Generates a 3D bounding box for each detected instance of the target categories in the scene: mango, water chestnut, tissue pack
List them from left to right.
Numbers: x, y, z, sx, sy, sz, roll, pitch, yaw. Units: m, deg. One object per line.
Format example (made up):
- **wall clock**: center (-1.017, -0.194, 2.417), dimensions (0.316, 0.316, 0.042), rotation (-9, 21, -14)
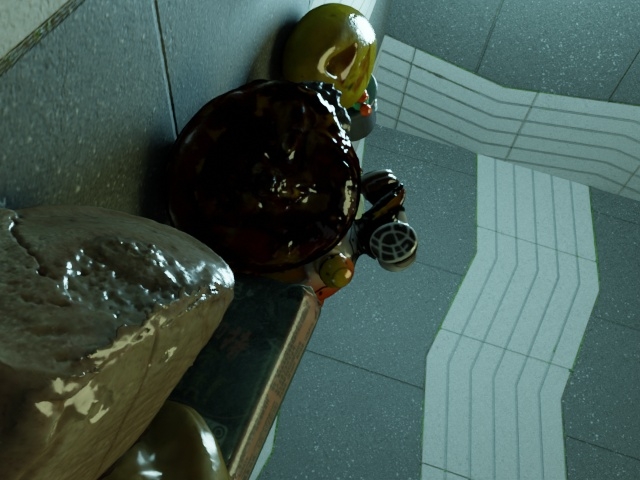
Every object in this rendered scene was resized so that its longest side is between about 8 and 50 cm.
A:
- **tissue pack**: center (-0.161, 0.192, 0.988), dimensions (0.316, 0.228, 0.103), rotation (-66, 152, -23)
- **water chestnut**: center (-0.075, -0.081, 0.962), dimensions (0.300, 0.300, 0.300), rotation (17, 90, -84)
- **mango**: center (0.008, -0.405, 1.517), dimensions (0.365, 0.182, 0.253), rotation (-30, 141, -65)

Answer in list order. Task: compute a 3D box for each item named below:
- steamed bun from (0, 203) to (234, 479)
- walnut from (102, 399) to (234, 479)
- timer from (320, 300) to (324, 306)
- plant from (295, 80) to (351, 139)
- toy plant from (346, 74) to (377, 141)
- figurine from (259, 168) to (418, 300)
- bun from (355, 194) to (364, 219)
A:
- **steamed bun**: center (-0.234, 0.092, 0.565), dimensions (0.251, 0.199, 0.301), rotation (-57, 170, 22)
- **walnut**: center (-0.230, 0.377, 0.705), dimensions (0.383, 0.383, 0.383), rotation (17, 90, -84)
- **timer**: center (-0.117, 0.062, 1.410), dimensions (0.257, 0.250, 0.161), rotation (99, -26, -57)
- **plant**: center (-0.070, -0.187, 1.222), dimensions (0.234, 0.204, 0.178), rotation (-23, 172, -21)
- **toy plant**: center (0.066, -0.437, 1.881), dimensions (0.400, 0.185, 0.279), rotation (63, 31, -69)
- **figurine**: center (0.003, 0.003, 1.193), dimensions (0.320, 0.323, 0.196), rotation (-93, 170, -57)
- **bun**: center (-0.032, -0.101, 1.696), dimensions (0.361, 0.213, 0.361), rotation (50, -30, 44)
